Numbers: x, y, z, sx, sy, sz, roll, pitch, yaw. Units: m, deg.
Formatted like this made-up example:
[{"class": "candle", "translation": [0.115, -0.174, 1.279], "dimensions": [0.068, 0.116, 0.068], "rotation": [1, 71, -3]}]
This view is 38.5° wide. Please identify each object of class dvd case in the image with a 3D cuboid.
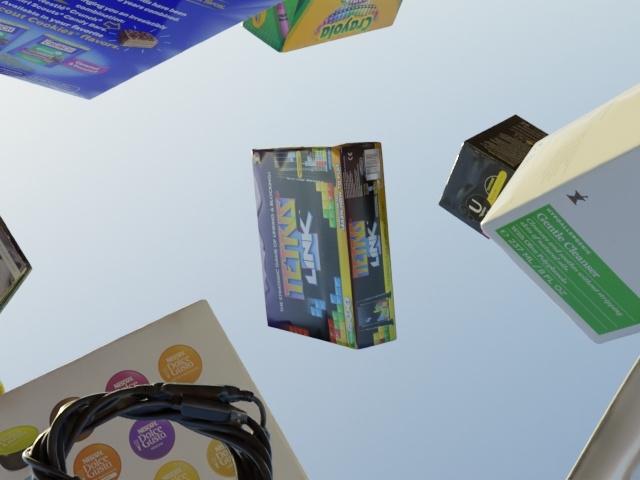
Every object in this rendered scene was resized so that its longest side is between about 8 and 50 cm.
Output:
[{"class": "dvd case", "translation": [-0.478, 0.063, 1.214], "dimensions": [0.164, 0.221, 0.018], "rotation": [49, -163, 31]}]

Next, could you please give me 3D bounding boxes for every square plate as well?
[{"class": "square plate", "translation": [0.416, 0.288, 1.112], "dimensions": [0.049, 0.344, 0.347], "rotation": [15, -126, 44]}]

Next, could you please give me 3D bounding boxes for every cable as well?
[{"class": "cable", "translation": [-0.128, 0.173, 0.680], "dimensions": [0.185, 0.047, 0.150], "rotation": [3, -129, -5]}]

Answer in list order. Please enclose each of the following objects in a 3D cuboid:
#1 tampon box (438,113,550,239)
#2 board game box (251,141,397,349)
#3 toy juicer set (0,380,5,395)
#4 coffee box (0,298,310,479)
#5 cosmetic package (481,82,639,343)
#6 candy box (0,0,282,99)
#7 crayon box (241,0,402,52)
[{"class": "tampon box", "translation": [0.276, -0.098, 1.376], "dimensions": [0.101, 0.120, 0.161], "rotation": [36, -139, 24]}, {"class": "board game box", "translation": [0.000, 0.000, 0.805], "dimensions": [0.048, 0.170, 0.141], "rotation": [-10, -171, -36]}, {"class": "toy juicer set", "translation": [-0.655, 0.286, 1.559], "dimensions": [0.090, 0.209, 0.329], "rotation": [-20, -155, 13]}, {"class": "coffee box", "translation": [-0.233, 0.328, 1.132], "dimensions": [0.338, 0.334, 0.338], "rotation": [-25, 166, -23]}, {"class": "cosmetic package", "translation": [0.351, -0.053, 0.849], "dimensions": [0.155, 0.197, 0.365], "rotation": [-51, -171, -31]}, {"class": "candy box", "translation": [-0.212, -0.245, 0.775], "dimensions": [0.317, 0.122, 0.268], "rotation": [-13, 164, 39]}, {"class": "crayon box", "translation": [0.026, -0.371, 1.278], "dimensions": [0.081, 0.165, 0.278], "rotation": [38, -142, 21]}]
